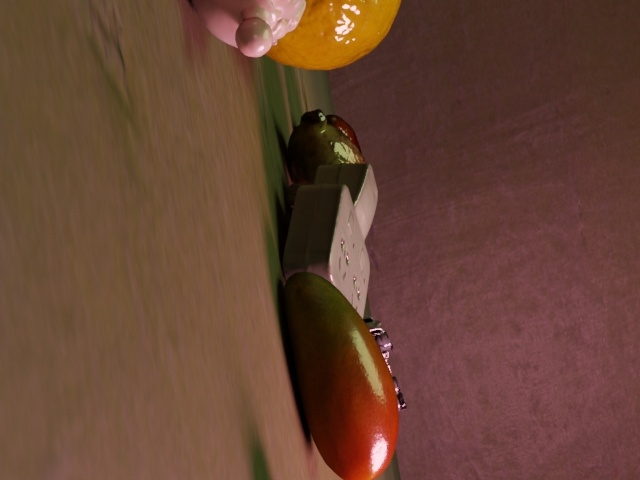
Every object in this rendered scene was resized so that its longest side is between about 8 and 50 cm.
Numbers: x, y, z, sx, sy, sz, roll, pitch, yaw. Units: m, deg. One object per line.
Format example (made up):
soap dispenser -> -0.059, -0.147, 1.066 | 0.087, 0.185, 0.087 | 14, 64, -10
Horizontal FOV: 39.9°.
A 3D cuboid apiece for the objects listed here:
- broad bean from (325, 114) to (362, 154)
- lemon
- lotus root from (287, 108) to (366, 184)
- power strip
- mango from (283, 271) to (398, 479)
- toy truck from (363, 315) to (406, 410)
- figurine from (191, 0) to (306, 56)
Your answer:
broad bean -> 0.025, -0.157, 1.778 | 0.229, 0.122, 0.156 | 69, 9, -47
lemon -> -0.007, -0.357, 1.208 | 0.267, 0.267, 0.267 | -10, 90, -85
lotus root -> 0.005, -0.137, 1.513 | 0.138, 0.138, 0.214 | -95, 164, -45
power strip -> 0.000, 0.000, 1.369 | 0.229, 0.141, 0.261 | 72, 24, -52
mango -> 0.027, 0.183, 1.174 | 0.146, 0.129, 0.289 | -77, 147, -72
toy truck -> 0.100, 0.283, 1.827 | 0.124, 0.114, 0.253 | -123, -161, -68
figurine -> -0.083, -0.271, 0.877 | 0.182, 0.144, 0.257 | 60, 0, 23
